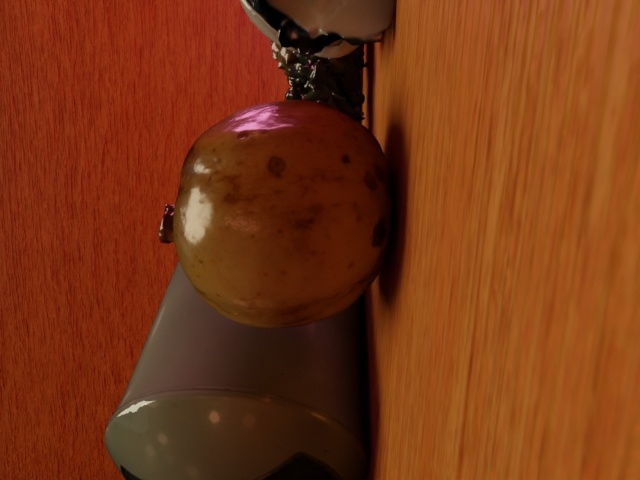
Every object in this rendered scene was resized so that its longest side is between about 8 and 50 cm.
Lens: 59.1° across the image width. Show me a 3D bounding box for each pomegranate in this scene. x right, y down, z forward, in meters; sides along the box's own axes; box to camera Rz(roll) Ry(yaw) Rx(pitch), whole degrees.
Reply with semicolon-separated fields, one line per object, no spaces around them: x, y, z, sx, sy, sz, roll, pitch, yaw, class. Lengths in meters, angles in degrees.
-0.040;-0.028;0.507;0.215;0.215;0.216;-178;90;-89;pomegranate

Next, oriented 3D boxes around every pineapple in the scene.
0.002;-0.234;0.757;0.169;0.169;0.341;94;173;-64;pineapple

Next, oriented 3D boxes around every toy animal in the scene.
0.002;-0.259;0.599;0.166;0.138;0.179;50;-164;-7;toy animal

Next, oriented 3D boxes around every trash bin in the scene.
-0.078;0.130;0.707;0.281;0.280;0.432;93;-178;-45;trash bin

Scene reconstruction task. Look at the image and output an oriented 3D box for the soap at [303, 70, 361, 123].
0.016;-0.235;0.958;0.162;0.099;0.250;97;175;-84;soap
